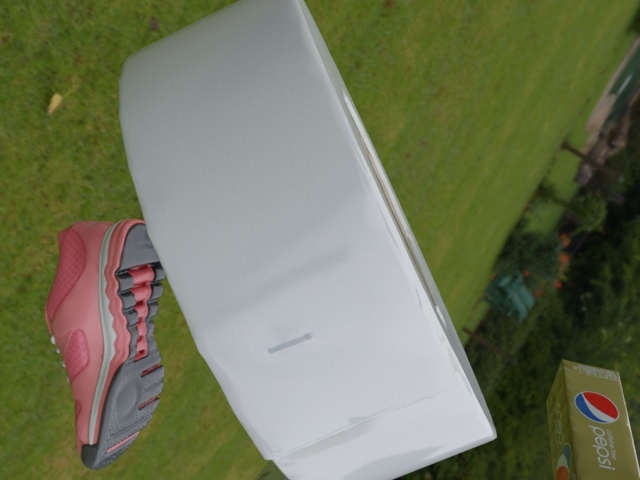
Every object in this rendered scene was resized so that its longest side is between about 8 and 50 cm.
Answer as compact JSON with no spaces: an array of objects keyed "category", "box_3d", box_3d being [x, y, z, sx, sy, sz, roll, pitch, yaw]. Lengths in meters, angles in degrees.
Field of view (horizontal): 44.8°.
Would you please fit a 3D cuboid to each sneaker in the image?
[{"category":"sneaker","box_3d":[-0.276,0.122,0.964,0.116,0.136,0.313,-7,105,-67]}]

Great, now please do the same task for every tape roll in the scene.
[{"category":"tape roll","box_3d":[0.000,0.000,0.454,0.100,0.286,0.286,-23,165,7]}]

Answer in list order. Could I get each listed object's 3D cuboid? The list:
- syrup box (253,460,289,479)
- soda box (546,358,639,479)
[{"category":"syrup box","box_3d":[0.036,0.264,0.556,0.093,0.237,0.096,-45,-178,-31]},{"category":"soda box","box_3d":[0.247,0.193,0.711,0.181,0.058,0.061,-69,169,-57]}]
